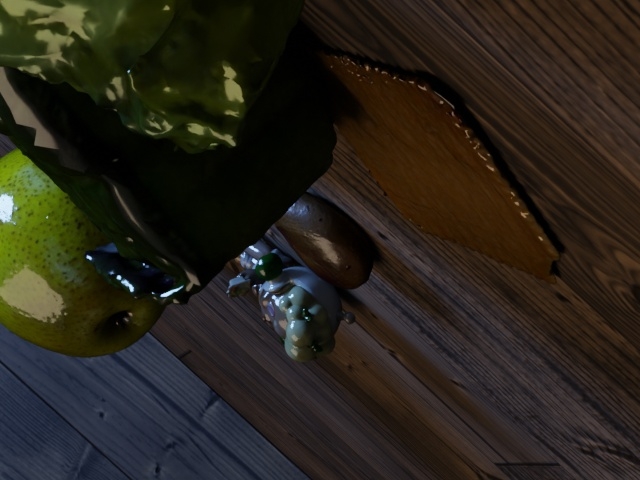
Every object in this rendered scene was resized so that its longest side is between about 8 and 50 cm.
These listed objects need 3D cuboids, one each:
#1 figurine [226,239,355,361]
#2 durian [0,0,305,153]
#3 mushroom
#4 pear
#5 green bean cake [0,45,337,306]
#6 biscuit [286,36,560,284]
[{"bbox_3d":[-0.047,0.062,1.893,0.197,0.093,0.147,33,153,39],"label":"figurine"},{"bbox_3d":[-0.127,-0.203,0.968,0.256,0.204,0.340,17,-151,-6],"label":"durian"},{"bbox_3d":[0.000,0.000,1.643,0.123,0.052,0.123,40,164,14],"label":"mushroom"},{"bbox_3d":[-0.304,0.010,2.070,0.294,0.294,0.294,40,167,11],"label":"pear"},{"bbox_3d":[-0.177,-0.130,1.345,0.319,0.218,0.335,48,168,-17],"label":"green bean cake"},{"bbox_3d":[0.081,-0.059,1.283,0.232,0.013,0.237,25,159,53],"label":"biscuit"}]
